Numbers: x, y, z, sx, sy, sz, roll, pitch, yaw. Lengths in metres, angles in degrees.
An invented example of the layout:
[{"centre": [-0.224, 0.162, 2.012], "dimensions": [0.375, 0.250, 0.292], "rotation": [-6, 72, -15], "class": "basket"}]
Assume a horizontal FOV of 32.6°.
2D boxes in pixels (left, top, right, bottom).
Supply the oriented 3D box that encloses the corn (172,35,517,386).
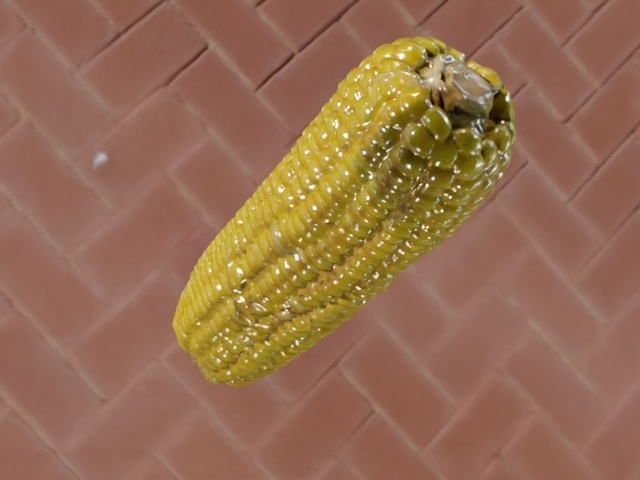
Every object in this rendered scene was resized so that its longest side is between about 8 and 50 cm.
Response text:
[{"centre": [0.000, 0.000, 0.500], "dimensions": [0.080, 0.231, 0.080], "rotation": [21, 46, -24], "class": "corn"}]
